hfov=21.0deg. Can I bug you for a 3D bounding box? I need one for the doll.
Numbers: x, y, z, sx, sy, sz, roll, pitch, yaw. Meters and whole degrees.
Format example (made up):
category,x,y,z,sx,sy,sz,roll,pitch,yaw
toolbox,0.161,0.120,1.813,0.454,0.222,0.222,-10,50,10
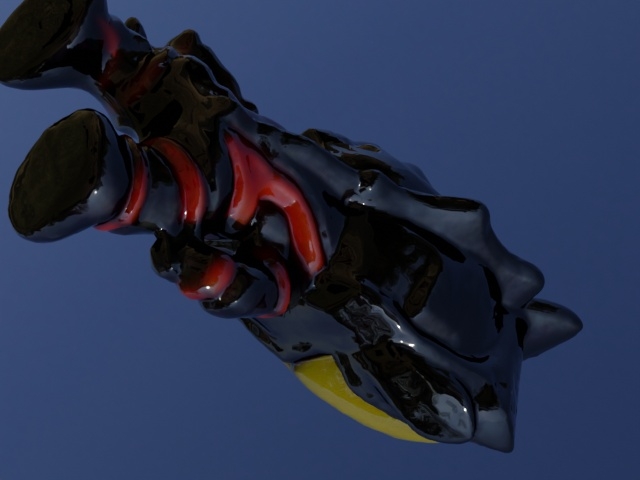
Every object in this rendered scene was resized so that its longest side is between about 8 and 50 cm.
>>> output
category,x,y,z,sx,sy,sz,roll,pitch,yaw
doll,-0.002,0.000,0.586,0.088,0.248,0.127,-11,-114,42
